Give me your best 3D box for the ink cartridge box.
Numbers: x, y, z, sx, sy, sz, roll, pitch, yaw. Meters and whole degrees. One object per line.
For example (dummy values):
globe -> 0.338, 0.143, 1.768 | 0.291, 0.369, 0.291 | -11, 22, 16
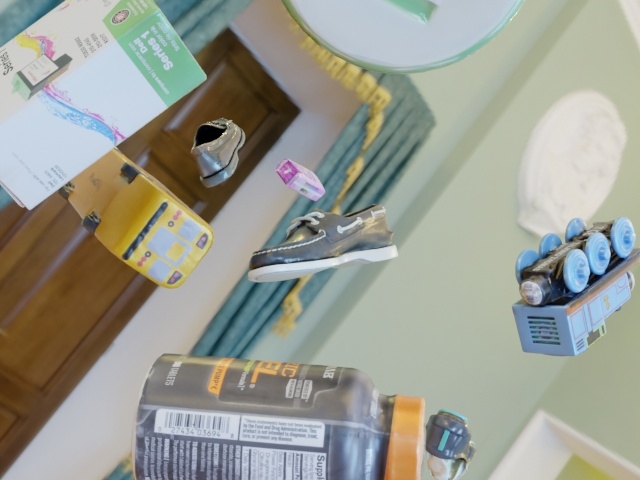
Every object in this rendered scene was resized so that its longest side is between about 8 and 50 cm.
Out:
ink cartridge box -> -0.310, -0.199, 1.170 | 0.117, 0.278, 0.201 | 55, -2, -41

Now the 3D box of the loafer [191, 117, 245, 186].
loafer -> -0.207, -0.197, 1.825 | 0.084, 0.096, 0.267 | 58, 11, -25

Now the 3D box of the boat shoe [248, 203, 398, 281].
boat shoe -> 0.000, 0.000, 1.329 | 0.114, 0.091, 0.302 | -12, -2, 33

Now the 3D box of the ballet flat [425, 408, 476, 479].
ballet flat -> 0.157, 0.267, 1.178 | 0.074, 0.074, 0.203 | 35, -12, 21

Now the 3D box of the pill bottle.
pill bottle -> -0.031, 0.173, 0.821 | 0.245, 0.131, 0.130 | 4, -15, 8

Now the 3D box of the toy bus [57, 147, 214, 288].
toy bus -> -0.275, -0.050, 1.344 | 0.130, 0.108, 0.332 | 37, -1, -31

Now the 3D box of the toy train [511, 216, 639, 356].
toy train -> 0.264, 0.043, 0.947 | 0.080, 0.184, 0.105 | 1, -70, 45

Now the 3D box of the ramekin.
ramekin -> 0.085, -0.313, 0.946 | 0.303, 0.303, 0.148 | 40, 17, -9

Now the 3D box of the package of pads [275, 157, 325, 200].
package of pads -> -0.032, -0.099, 1.516 | 0.083, 0.032, 0.050 | 24, 24, -53
